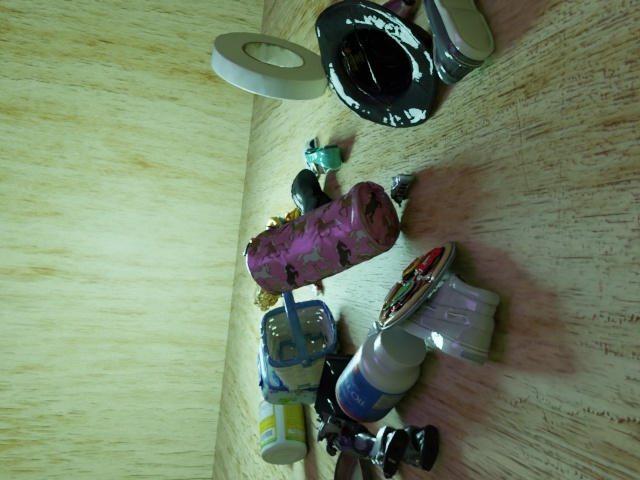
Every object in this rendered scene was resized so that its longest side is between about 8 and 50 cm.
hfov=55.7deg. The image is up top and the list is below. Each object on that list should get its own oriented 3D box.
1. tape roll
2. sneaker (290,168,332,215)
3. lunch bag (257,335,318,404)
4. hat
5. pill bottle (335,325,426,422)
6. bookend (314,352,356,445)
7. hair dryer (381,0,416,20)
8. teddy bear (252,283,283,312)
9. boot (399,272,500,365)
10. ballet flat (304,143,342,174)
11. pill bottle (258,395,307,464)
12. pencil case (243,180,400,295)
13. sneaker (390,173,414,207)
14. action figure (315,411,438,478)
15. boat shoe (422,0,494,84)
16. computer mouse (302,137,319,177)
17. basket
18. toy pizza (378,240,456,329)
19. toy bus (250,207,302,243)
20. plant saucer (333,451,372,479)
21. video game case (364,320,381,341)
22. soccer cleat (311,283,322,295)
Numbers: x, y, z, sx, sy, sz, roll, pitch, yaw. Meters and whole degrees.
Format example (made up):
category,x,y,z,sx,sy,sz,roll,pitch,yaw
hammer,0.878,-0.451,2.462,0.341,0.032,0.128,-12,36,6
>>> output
category,x,y,z,sx,sy,sz,roll,pitch,yaw
tape roll,-0.159,-0.572,1.969,0.391,0.393,0.071,-105,27,-51
sneaker,-0.012,-0.111,1.837,0.130,0.109,0.286,-49,43,47
lunch bag,-0.094,0.371,1.747,0.219,0.176,0.090,-106,26,-54
hat,0.147,-0.392,1.287,0.331,0.134,0.331,38,154,22
pill bottle,0.118,0.254,1.174,0.221,0.125,0.124,114,156,-46
bookend,0.051,0.375,1.442,0.156,0.073,0.157,-130,49,-67
hair dryer,0.164,-0.448,1.440,0.223,0.080,0.293,58,147,40
teddy bear,-0.176,0.110,2.296,0.338,0.113,0.245,-96,26,-58
boot,0.213,0.114,1.011,0.123,0.095,0.258,-70,20,-1
ballet flat,0.005,-0.242,1.839,0.247,0.083,0.087,-157,60,-75
pill bottle,-0.117,0.534,1.831,0.136,0.137,0.245,113,158,-43
pencil case,0.000,0.000,1.382,0.386,0.167,0.160,-23,17,39
sneaker,0.173,-0.105,1.293,0.098,0.038,0.069,173,102,-83
action figure,0.092,0.387,1.143,0.285,0.186,0.099,-31,42,60
boat shoe,0.223,-0.421,1.111,0.099,0.117,0.319,124,143,-50
computer mouse,-0.037,-0.267,2.048,0.106,0.042,0.192,116,155,-50
basket,-0.061,0.230,1.600,0.254,0.201,0.288,-108,0,-54
toy pizza,0.163,0.073,1.074,0.201,0.032,0.201,-50,3,3
toy bus,-0.114,-0.008,1.912,0.149,0.212,0.220,117,155,-54
plant saucer,0.075,0.564,1.350,0.199,0.036,0.198,-172,90,-73
video game case,0.116,0.256,1.378,0.087,0.011,0.122,-102,25,-48
soccer cleat,-0.016,0.139,1.842,0.083,0.029,0.035,-126,49,-60
